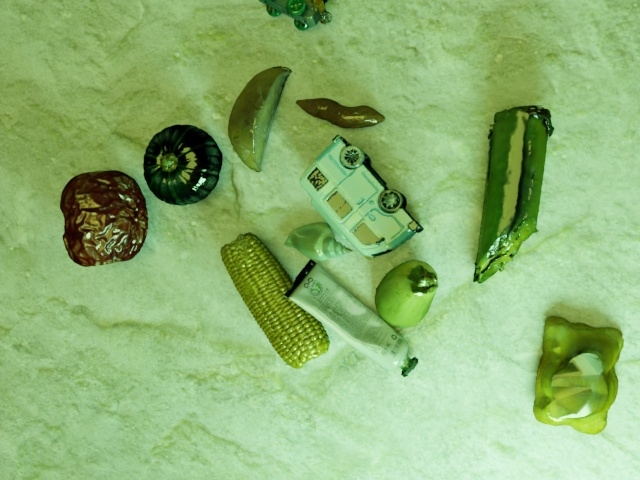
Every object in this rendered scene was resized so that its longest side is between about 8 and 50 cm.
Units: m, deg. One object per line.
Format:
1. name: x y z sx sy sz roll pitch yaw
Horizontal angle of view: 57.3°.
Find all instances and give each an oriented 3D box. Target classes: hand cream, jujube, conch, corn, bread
1. hand cream: 0.076 0.184 1.329 0.336 0.121 0.076 39 142 4
2. jujube: -0.531 -0.056 1.440 0.213 0.213 0.232 -9 90 16
3. conch: -0.003 0.002 1.366 0.180 0.065 0.088 12 98 24
4. corn: -0.110 0.135 1.372 0.131 0.131 0.344 -35 81 15
5. bread: 0.536 0.284 1.216 0.161 0.088 0.233 8 92 20

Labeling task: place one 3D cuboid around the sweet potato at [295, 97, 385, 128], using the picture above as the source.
1. sweet potato: 0.040 -0.291 1.343 0.218 0.051 0.065 14 55 15

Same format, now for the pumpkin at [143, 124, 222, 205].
1. pumpkin: -0.336 -0.183 1.415 0.202 0.140 0.201 0 90 15

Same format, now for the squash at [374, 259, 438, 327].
1. squash: 0.196 0.086 1.235 0.137 0.287 0.137 1 67 -3

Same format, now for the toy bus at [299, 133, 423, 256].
1. toy bus: 0.088 -0.083 1.299 0.165 0.133 0.271 -42 82 10

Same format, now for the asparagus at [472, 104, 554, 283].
1. asparagus: 0.401 -0.089 1.227 0.129 0.108 0.381 7 97 14

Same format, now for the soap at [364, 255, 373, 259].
1. soap: 0.101 0.003 1.363 0.034 0.012 0.089 -30 85 13

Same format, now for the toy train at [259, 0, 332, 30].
1. toy train: -0.060 -0.575 1.343 0.228 0.091 0.136 29 90 13

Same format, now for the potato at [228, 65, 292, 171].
1. potato: -0.170 -0.301 1.381 0.120 0.100 0.261 18 97 14
